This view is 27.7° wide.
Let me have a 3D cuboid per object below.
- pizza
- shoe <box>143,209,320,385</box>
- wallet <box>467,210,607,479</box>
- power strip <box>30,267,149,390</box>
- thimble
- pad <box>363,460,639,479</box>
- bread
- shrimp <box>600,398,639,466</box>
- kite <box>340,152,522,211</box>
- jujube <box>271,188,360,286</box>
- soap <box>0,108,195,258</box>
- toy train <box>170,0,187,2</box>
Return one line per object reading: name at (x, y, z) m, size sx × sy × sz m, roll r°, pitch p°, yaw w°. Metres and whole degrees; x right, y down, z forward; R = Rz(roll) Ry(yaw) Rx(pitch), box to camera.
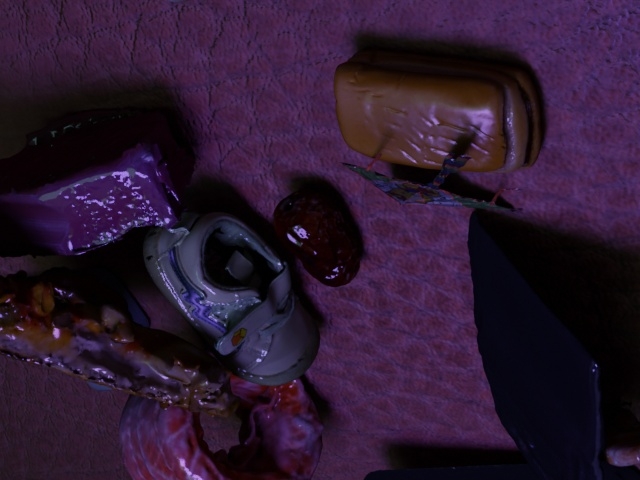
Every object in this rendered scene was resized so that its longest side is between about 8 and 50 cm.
pizza at (-0.269, 0.108, 1.563) m, size 0.406 × 0.130 × 0.440 m, roll 18°, pitch 174°, yaw 11°
shoe at (-0.101, 0.070, 1.534) m, size 0.262 × 0.140 × 0.128 m, roll 46°, pitch 160°, yaw -14°
wallet at (0.228, 0.154, 1.384) m, size 0.247 × 0.041 × 0.323 m, roll -125°, pitch 19°, yaw -44°
power strip at (-0.348, 0.135, 1.875) m, size 0.265 × 0.059 × 0.194 m, roll -10°, pitch 124°, yaw 41°
thimble at (-0.126, 0.254, 1.697) m, size 0.239 × 0.239 × 0.162 m, roll 44°, pitch 142°, yaw -12°
pad at (0.273, 0.375, 1.698) m, size 0.375 × 0.063 × 0.315 m, roll -6°, pitch 127°, yaw 28°
bread at (0.112, -0.120, 1.258) m, size 0.200 × 0.077 × 0.116 m, roll 11°, pitch 128°, yaw 27°
shrimp at (0.352, 0.182, 1.371) m, size 0.046 × 0.152 × 0.219 m, roll 64°, pitch 178°, yaw -5°
kite at (0.116, -0.055, 1.294) m, size 0.198 × 0.006 × 0.244 m, roll 14°, pitch 169°, yaw -9°
jujube at (0.000, 0.000, 1.463) m, size 0.077 × 0.077 × 0.129 m, roll -4°, pitch 133°, yaw 39°
soap at (-0.266, -0.065, 1.508) m, size 0.289 × 0.182 × 0.112 m, roll 2°, pitch 130°, yaw 43°
toy train at (-0.085, -0.306, 1.183) m, size 0.285 × 0.116 × 0.177 m, roll -10°, pitch 136°, yaw 42°
